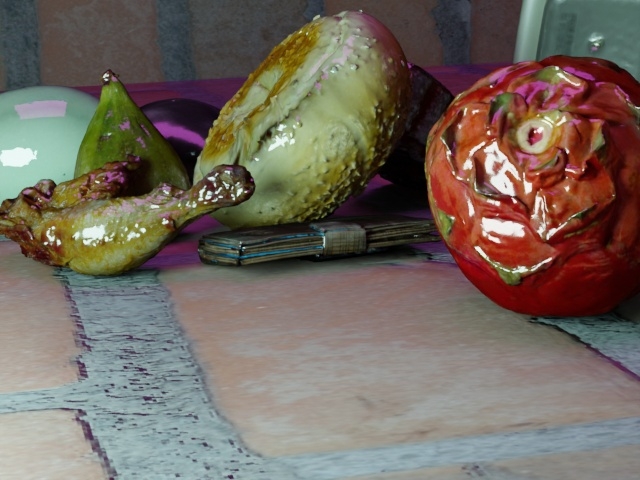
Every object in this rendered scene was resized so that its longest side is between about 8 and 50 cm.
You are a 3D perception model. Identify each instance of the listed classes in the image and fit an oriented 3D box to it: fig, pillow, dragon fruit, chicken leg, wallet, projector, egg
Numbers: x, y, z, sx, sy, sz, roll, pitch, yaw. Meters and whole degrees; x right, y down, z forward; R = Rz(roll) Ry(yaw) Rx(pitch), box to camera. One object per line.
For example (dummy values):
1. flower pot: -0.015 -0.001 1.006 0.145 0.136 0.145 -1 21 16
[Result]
1. fig: -0.213 -0.088 1.698 0.132 0.185 0.126 -8 -20 12
2. pillow: -0.206 -0.148 2.168 0.186 0.106 0.250 8 14 1
3. dragon fruit: 0.201 -0.046 1.269 0.240 0.241 0.252 -4 0 -10
4. chicken leg: -0.214 -0.028 1.533 0.322 0.083 0.177 8 42 47
5. wallet: 0.000 0.000 1.534 0.230 0.042 0.124 -4 5 -23
6. projector: 0.387 -0.222 1.897 0.248 0.249 0.248 9 -2 29
7. egg: -0.338 -0.100 1.782 0.230 0.168 0.168 -6 11 -7

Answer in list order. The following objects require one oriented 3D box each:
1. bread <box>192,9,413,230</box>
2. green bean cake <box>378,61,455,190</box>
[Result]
1. bread: -0.014 -0.119 1.660 0.305 0.159 0.305 -43 15 15
2. green bean cake: 0.103 -0.142 1.875 0.198 0.097 0.232 18 -13 47
